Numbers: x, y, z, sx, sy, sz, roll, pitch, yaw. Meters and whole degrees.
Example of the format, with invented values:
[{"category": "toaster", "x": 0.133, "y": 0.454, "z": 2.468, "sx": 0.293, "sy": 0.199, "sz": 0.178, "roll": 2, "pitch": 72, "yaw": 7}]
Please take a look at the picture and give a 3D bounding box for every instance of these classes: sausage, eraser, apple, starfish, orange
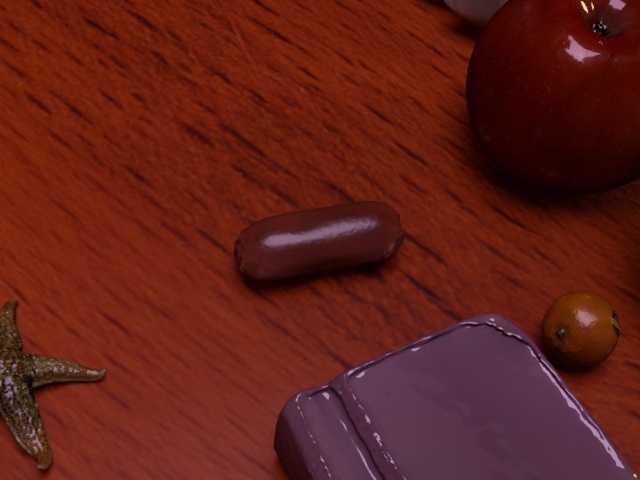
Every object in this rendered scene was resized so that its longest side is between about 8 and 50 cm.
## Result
[{"category": "sausage", "x": 0.000, "y": 0.000, "z": 1.188, "sx": 0.194, "sy": 0.077, "sz": 0.077, "roll": -10, "pitch": 55, "yaw": -10}, {"category": "eraser", "x": 0.154, "y": 0.260, "z": 0.979, "sx": 0.272, "sy": 0.122, "sz": 0.359, "roll": -21, "pitch": 59, "yaw": -18}, {"category": "apple", "x": 0.302, "y": -0.189, "z": 1.263, "sx": 0.261, "sy": 0.216, "sz": 0.260, "roll": 4, "pitch": 51, "yaw": -5}, {"category": "starfish", "x": -0.307, "y": 0.139, "z": 1.082, "sx": 0.176, "sy": 0.053, "sz": 0.208, "roll": -5, "pitch": 60, "yaw": -20}, {"category": "orange", "x": 0.274, "y": 0.094, "z": 1.135, "sx": 0.084, "sy": 0.083, "sz": 0.083, "roll": 2, "pitch": 54, "yaw": -3}]

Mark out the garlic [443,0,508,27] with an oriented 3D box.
[{"category": "garlic", "x": 0.300, "y": -0.392, "z": 1.469, "sx": 0.325, "sy": 0.132, "sz": 0.279, "roll": 13, "pitch": 45, "yaw": -1}]
